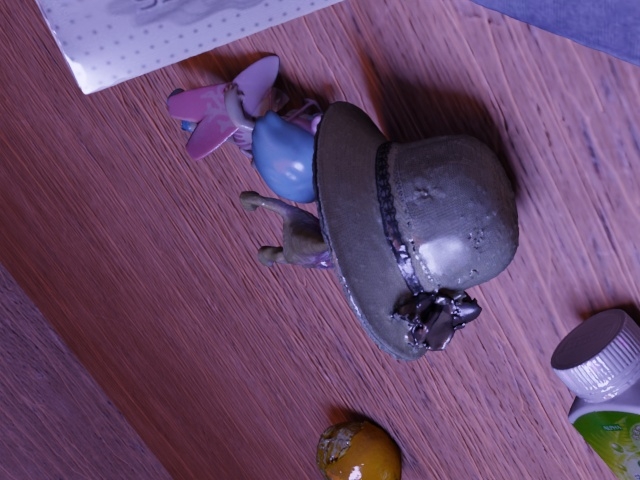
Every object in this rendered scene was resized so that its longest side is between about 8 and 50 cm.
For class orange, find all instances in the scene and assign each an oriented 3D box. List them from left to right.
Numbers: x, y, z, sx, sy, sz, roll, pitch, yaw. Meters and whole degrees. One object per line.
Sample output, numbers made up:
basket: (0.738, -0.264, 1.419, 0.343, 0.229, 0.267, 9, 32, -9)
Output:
orange: (0.056, 0.365, 1.429, 0.156, 0.134, 0.156, 21, 138, 20)

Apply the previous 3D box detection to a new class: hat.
hat: (0.108, -0.025, 0.803, 0.130, 0.257, 0.257, -16, 119, 25)

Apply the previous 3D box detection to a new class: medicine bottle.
medicine bottle: (0.312, 0.162, 0.845, 0.188, 0.088, 0.132, 48, 153, -6)

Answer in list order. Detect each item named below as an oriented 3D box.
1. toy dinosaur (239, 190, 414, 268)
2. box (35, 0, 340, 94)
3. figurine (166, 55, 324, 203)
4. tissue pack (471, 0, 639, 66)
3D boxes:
toy dinosaur: (0.001, -0.004, 0.931, 0.199, 0.072, 0.251, 10, 170, 28)
box: (-0.089, -0.236, 0.584, 0.330, 0.210, 0.095, -116, 6, -50)
figurine: (-0.073, -0.100, 1.007, 0.260, 0.103, 0.205, 22, 144, 35)
tissue pack: (0.200, -0.225, 0.442, 0.394, 0.124, 0.288, 30, 149, 28)
